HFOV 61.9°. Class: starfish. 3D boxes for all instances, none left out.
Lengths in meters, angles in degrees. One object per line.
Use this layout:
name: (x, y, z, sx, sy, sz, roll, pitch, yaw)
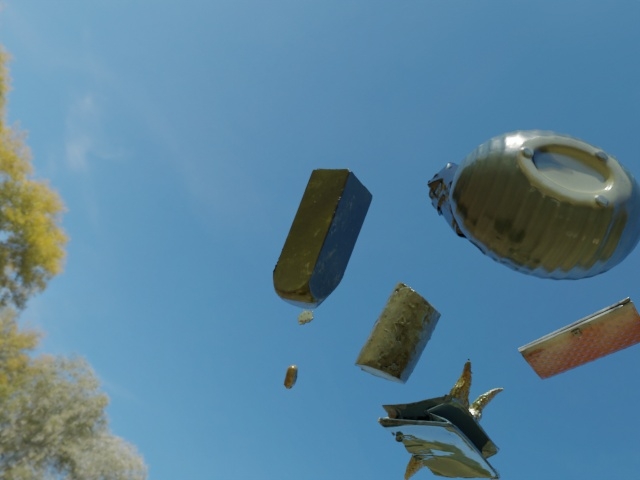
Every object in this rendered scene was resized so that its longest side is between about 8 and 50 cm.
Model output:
starfish: (0.324, 0.472, 1.325, 0.358, 0.347, 0.078, 53, -2, -33)

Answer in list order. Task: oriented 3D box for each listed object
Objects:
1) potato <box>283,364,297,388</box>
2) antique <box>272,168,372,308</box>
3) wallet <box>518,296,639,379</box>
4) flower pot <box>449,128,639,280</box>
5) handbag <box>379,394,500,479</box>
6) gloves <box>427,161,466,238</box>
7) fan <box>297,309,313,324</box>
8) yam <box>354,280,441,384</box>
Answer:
potato: (-0.095, 0.444, 1.737, 0.040, 0.051, 0.083, 14, -74, -6)
antique: (0.000, 0.000, 0.843, 0.081, 0.221, 0.080, 6, -23, 39)
wallet: (0.451, 0.175, 0.916, 0.196, 0.020, 0.103, -31, -59, 20)
flower pot: (0.294, -0.048, 0.703, 0.242, 0.189, 0.157, 19, -31, 5)
handbag: (0.211, 0.349, 0.928, 0.144, 0.057, 0.221, -16, -49, 31)
gloves: (0.371, -0.064, 1.202, 0.301, 0.152, 0.197, 17, -41, 48)
fan: (-0.049, 0.235, 1.712, 0.055, 0.083, 0.004, -23, -50, 12)
yam: (0.215, 0.256, 1.454, 0.161, 0.268, 0.161, 30, -15, 9)
